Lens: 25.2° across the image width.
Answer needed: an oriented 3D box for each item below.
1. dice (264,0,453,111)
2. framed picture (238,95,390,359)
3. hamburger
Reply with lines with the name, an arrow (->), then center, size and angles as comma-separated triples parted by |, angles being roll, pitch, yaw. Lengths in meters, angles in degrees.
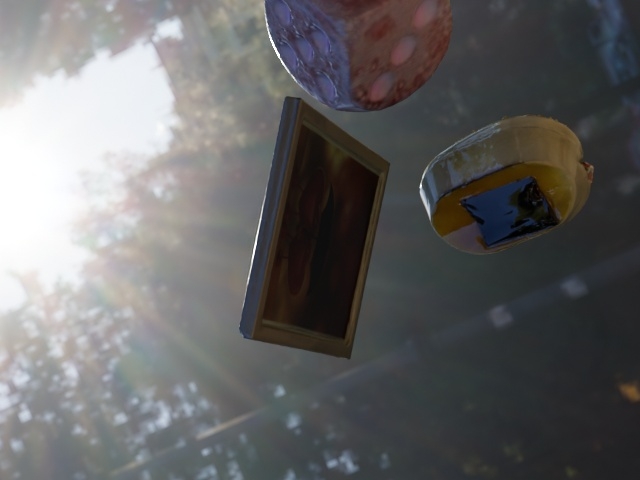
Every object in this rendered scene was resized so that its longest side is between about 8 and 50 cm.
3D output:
dice -> 0.025, -0.145, 0.933 | 0.094, 0.093, 0.091 | 44, 157, 32
framed picture -> 0.000, 0.000, 1.347 | 0.289, 0.020, 0.211 | 26, -104, -71
hamburger -> 0.229, -0.067, 1.771 | 0.173, 0.210, 0.116 | 47, -148, -29
